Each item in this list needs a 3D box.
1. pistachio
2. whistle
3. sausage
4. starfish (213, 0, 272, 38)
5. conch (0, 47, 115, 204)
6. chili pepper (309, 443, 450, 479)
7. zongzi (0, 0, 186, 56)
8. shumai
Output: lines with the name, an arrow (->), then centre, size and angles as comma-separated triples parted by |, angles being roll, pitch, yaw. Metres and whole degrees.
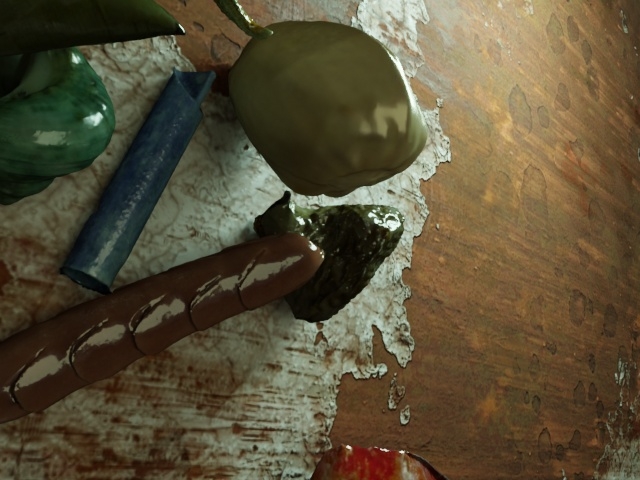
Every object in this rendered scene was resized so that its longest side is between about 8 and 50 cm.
pistachio -> -0.005, -0.172, 0.782 | 0.194, 0.318, 0.213 | -2, 124, -43
whistle -> -0.204, -0.083, 0.730 | 0.062, 0.062, 0.304 | 39, 60, -34
sausage -> -0.181, 0.082, 0.667 | 0.433, 0.088, 0.087 | -23, 102, -27
starfish -> -0.210, -0.354, 0.613 | 0.357, 0.078, 0.347 | 49, 25, 15
conch -> -0.294, -0.135, 0.610 | 0.176, 0.122, 0.187 | 11, 75, -22
chili pepper -> 0.036, 0.425, 0.822 | 0.251, 0.229, 0.305 | 47, 45, -26
zongzi -> -0.278, -0.210, 0.407 | 0.361, 0.323, 0.159 | 6, 90, -10
shumai -> 0.000, 0.000, 0.853 | 0.175, 0.206, 0.166 | 45, 15, 0
